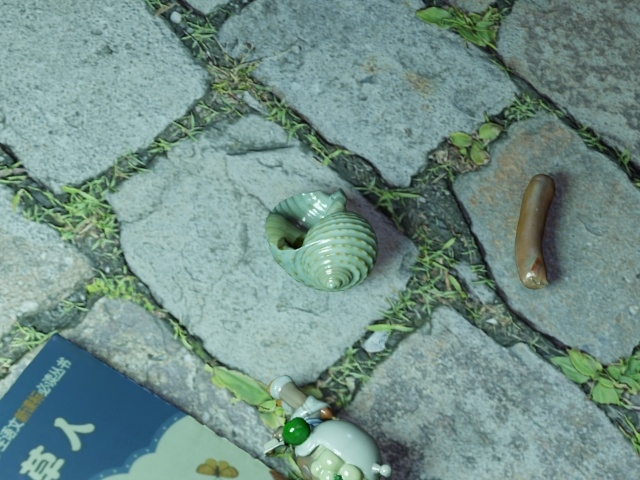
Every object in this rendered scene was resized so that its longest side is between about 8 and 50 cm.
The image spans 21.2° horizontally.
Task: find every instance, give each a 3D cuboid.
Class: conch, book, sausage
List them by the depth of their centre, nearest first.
[{"bbox_3d":[-0.186,0.314,1.803,0.428,0.039,0.300,32,51,3],"label":"book"},{"bbox_3d":[0.000,0.007,2.054,0.135,0.102,0.153,1,22,-7],"label":"conch"},{"bbox_3d":[0.277,-0.013,2.208,0.047,0.040,0.177,23,51,-13],"label":"sausage"}]

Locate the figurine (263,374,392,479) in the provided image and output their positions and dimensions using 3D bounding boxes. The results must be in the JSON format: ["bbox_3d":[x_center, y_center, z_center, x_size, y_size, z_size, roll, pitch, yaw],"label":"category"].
[{"bbox_3d":[-0.002,0.229,1.886,0.093,0.147,0.197,-49,45,-8],"label":"figurine"}]
